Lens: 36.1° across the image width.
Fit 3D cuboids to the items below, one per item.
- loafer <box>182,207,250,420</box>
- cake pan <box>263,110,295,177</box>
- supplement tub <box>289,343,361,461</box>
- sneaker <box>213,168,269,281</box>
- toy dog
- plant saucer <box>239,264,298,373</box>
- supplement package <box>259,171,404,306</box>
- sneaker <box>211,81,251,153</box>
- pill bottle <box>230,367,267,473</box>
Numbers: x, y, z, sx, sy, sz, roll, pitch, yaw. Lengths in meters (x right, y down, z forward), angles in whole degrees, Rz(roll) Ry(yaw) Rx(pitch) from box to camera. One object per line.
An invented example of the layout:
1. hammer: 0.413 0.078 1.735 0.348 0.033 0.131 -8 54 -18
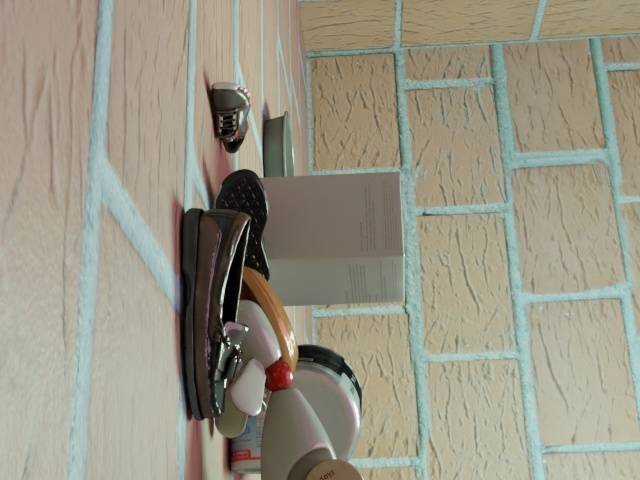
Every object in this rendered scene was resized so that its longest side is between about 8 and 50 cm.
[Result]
1. loafer: -0.126 0.091 1.230 0.096 0.084 0.268 42 46 -86
2. cake pan: -0.096 -0.163 2.357 0.293 0.054 0.293 -3 90 -87
3. supplement tub: -0.028 0.301 1.776 0.338 0.207 0.207 -36 123 -86
4. sneaker: -0.129 -0.025 1.533 0.097 0.084 0.235 -111 -163 -48
5. toy dog: -0.081 0.265 1.339 0.334 0.160 0.220 54 -22 28
6. plant saucer: -0.088 0.121 1.482 0.200 0.037 0.200 51 -25 34
7. supplement package: 0.000 0.000 1.734 0.178 0.292 0.175 83 6 -59
8. sneaker: -0.138 -0.188 1.535 0.158 0.061 0.065 80 14 -65
9. pill bottle: -0.099 0.284 1.553 0.087 0.087 0.160 79 8 -69
